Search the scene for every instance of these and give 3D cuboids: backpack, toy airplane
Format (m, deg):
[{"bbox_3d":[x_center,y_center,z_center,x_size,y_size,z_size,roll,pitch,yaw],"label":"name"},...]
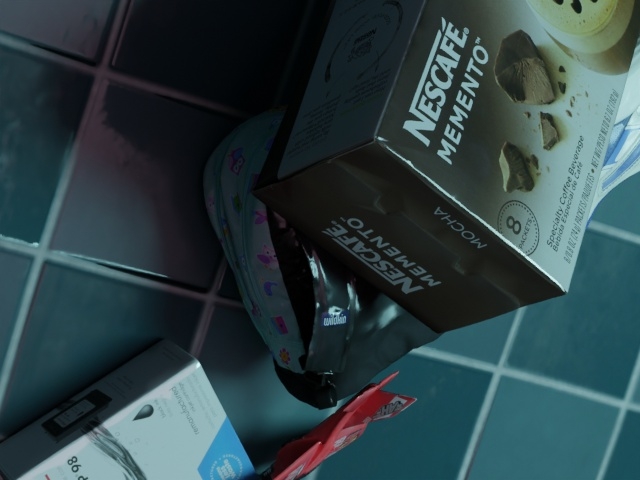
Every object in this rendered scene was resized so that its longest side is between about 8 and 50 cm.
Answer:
[{"bbox_3d":[0.000,0.000,1.204,0.152,0.115,0.182,-35,115,-31],"label":"backpack"},{"bbox_3d":[0.004,0.134,1.237,0.151,0.151,0.028,-32,84,-17],"label":"toy airplane"}]

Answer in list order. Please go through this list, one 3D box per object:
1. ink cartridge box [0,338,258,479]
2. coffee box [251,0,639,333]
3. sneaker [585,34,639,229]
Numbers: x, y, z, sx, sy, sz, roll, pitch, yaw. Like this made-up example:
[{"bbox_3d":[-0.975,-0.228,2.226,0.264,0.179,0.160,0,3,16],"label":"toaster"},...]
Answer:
[{"bbox_3d":[-0.144,0.159,1.199,0.180,0.060,0.104,-33,116,-17],"label":"ink cartridge box"},{"bbox_3d":[0.095,-0.115,1.148,0.168,0.119,0.297,38,55,-26],"label":"coffee box"},{"bbox_3d":[0.244,-0.122,1.319,0.296,0.112,0.131,-35,124,-6],"label":"sneaker"}]
